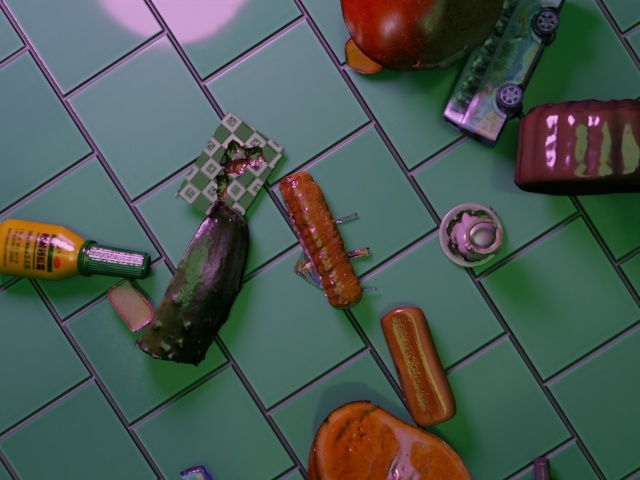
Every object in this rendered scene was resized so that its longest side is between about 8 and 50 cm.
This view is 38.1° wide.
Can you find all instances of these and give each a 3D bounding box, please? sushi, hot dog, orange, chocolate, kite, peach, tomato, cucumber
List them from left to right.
[{"bbox_3d":[-0.378,0.129,1.844,0.064,0.031,0.101,-41,93,-12],"label":"chocolate"},{"bbox_3d":[-0.229,0.089,1.793,0.145,0.105,0.326,26,95,-5],"label":"cucumber"},{"bbox_3d":[-0.180,-0.134,1.833,0.139,0.031,0.201,34,90,-8],"label":"sushi"},{"bbox_3d":[0.001,0.000,1.810,0.083,0.068,0.289,-24,86,-2],"label":"hot dog"},{"bbox_3d":[0.022,0.040,1.847,0.160,0.010,0.183,-15,88,5],"label":"kite"},{"bbox_3d":[0.091,-0.367,1.811,0.083,0.050,0.078,5,115,10],"label":"peach"},{"bbox_3d":[0.118,0.450,1.738,0.274,0.274,0.310,-41,127,2],"label":"orange"},{"bbox_3d":[0.179,-0.438,1.690,0.303,0.303,0.239,-5,116,1],"label":"tomato"}]

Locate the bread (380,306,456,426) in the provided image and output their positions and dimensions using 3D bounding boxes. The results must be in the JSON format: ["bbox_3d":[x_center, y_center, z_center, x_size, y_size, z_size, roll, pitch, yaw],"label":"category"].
[{"bbox_3d":[0.194,0.243,1.817,0.092,0.074,0.239,-18,90,17],"label":"bread"}]

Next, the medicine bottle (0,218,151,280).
[{"bbox_3d":[-0.488,0.030,1.824,0.308,0.076,0.111,8,92,0],"label":"medicine bottle"}]

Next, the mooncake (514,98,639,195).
[{"bbox_3d":[0.504,-0.170,1.696,0.290,0.290,0.161,0,89,1],"label":"mooncake"}]

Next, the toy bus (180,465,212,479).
[{"bbox_3d":[-0.229,0.524,1.848,0.061,0.051,0.153,-24,91,-11],"label":"toy bus"}]

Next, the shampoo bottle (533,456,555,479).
[{"bbox_3d":[0.447,0.516,1.838,0.079,0.040,0.165,-5,93,3],"label":"shampoo bottle"}]

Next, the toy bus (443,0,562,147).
[{"bbox_3d":[0.358,-0.351,1.785,0.135,0.109,0.330,25,91,11],"label":"toy bus"}]

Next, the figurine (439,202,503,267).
[{"bbox_3d":[0.299,-0.011,1.768,0.132,0.154,0.132,0,92,1],"label":"figurine"}]
